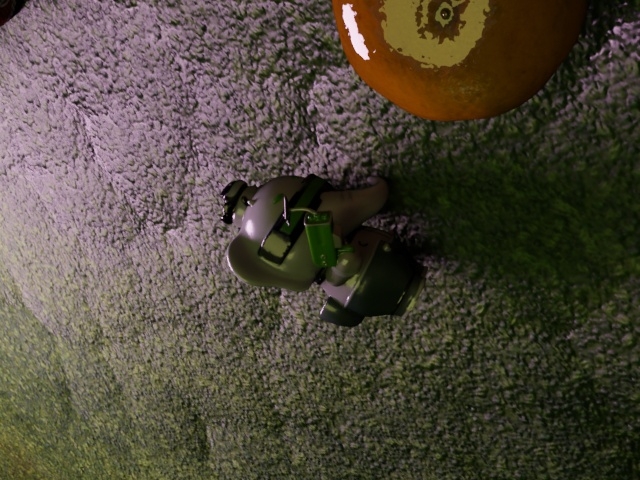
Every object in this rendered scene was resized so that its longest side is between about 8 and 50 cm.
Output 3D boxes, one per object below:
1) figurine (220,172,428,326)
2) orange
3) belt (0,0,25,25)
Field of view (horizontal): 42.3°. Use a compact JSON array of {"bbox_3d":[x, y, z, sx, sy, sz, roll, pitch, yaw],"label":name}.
[{"bbox_3d":[0.000,0.000,0.715,0.192,0.147,0.126,25,120,4],"label":"figurine"},{"bbox_3d":[0.086,-0.155,0.523,0.159,0.136,0.159,7,116,15],"label":"orange"},{"bbox_3d":[-0.443,-0.225,0.915,0.360,0.094,0.126,-19,107,44],"label":"belt"}]
